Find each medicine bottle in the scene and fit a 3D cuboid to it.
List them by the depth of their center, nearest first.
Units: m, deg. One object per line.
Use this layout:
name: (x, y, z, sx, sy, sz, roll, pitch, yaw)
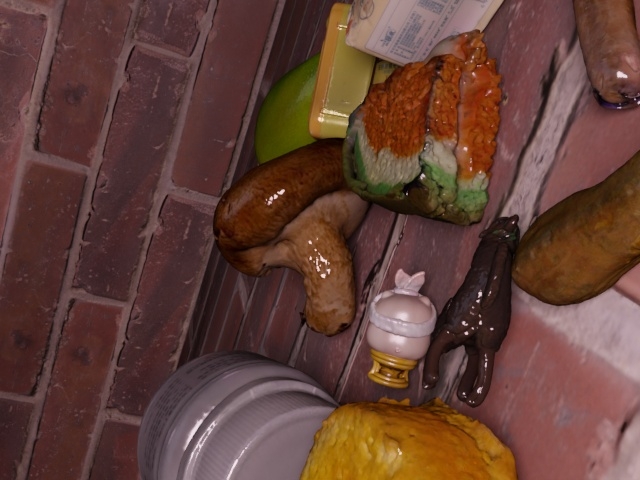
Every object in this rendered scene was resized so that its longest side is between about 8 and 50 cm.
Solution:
medicine bottle: (-0.077, 0.270, 0.800, 0.306, 0.245, 0.245, 0, 75, 64)

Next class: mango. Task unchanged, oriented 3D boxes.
mango: (-0.024, -0.240, 1.239, 0.343, 0.155, 0.193, 137, 135, -54)

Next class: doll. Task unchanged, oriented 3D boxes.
doll: (0.134, 0.059, 0.567, 0.139, 0.057, 0.165, 48, -118, -77)
doll: (0.090, 0.092, 0.724, 0.084, 0.073, 0.127, 1, -77, -74)

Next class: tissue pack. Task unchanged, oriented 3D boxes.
tissue pack: (0.132, -0.300, 0.777, 0.196, 0.148, 0.092, 123, 159, -47)

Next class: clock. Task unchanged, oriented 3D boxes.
clock: (0.047, -0.247, 1.019, 0.143, 0.096, 0.202, 1, -80, -82)

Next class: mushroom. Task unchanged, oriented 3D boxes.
mushroom: (-0.010, -0.033, 0.958, 0.267, 0.254, 0.267, -52, 11, 14)

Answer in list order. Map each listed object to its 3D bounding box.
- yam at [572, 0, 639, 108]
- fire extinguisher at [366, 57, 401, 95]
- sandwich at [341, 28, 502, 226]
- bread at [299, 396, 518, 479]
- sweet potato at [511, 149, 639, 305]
yam: (0.232, -0.217, 0.550, 0.046, 0.046, 0.264, 128, 151, -54)
fire extinguisher: (0.112, -0.277, 0.942, 0.106, 0.075, 0.252, -4, 73, 64)
sandwich: (0.118, -0.120, 0.754, 0.212, 0.109, 0.292, -70, 18, -6)
bread: (0.065, 0.254, 0.523, 0.268, 0.145, 0.269, -165, 90, -69)
sweet potato: (0.209, -0.029, 0.444, 0.081, 0.062, 0.233, -90, 25, -44)
